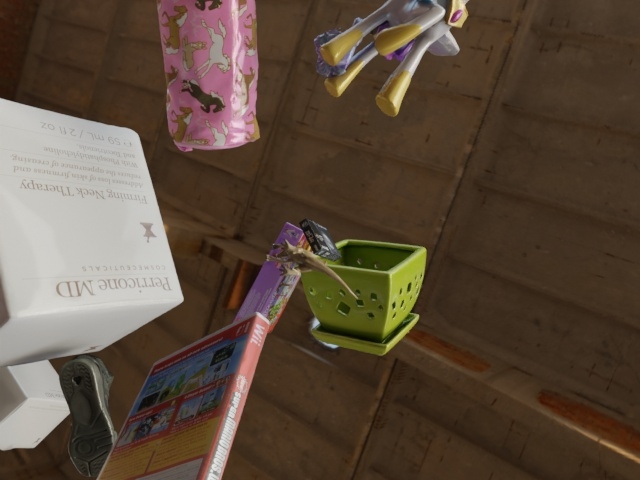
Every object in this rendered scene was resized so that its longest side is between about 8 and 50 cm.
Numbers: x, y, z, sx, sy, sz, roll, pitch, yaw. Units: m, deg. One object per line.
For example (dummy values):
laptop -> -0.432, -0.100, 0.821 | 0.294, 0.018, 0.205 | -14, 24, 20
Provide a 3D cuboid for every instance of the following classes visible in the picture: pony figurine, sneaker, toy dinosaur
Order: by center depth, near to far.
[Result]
toy dinosaur -> -0.022, 0.031, 0.785 | 0.183, 0.092, 0.053 | 26, -77, 46
pony figurine -> 0.160, -0.401, 0.898 | 0.363, 0.303, 0.351 | -42, -144, -6
sneaker -> -0.437, 0.327, 0.975 | 0.087, 0.130, 0.228 | -12, -87, -9

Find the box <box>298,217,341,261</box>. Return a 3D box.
box -> 0.000, 0.000, 0.893 | 0.018, 0.083, 0.067 | -34, -115, 16

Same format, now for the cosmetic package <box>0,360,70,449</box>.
cosmetic package -> -0.784, 0.309, 1.215 | 0.365, 0.197, 0.155 | 42, -100, 20

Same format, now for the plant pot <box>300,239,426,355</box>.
plant pot -> 0.106, 0.128, 1.172 | 0.228, 0.227, 0.207 | 5, -74, 31

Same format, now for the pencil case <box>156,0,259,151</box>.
pencil case -> -0.201, -0.347, 0.884 | 0.167, 0.160, 0.386 | 15, -63, 37

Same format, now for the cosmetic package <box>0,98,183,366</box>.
cosmetic package -> -0.531, 0.004, 0.971 | 0.327, 0.329, 0.394 | -29, -107, 30

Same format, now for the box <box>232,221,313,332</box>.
box -> -0.110, 0.106, 1.319 | 0.057, 0.201, 0.293 | 28, -91, 13

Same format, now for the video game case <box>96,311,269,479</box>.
video game case -> -0.161, 0.218, 0.516 | 0.204, 0.025, 0.285 | -29, -151, 31
